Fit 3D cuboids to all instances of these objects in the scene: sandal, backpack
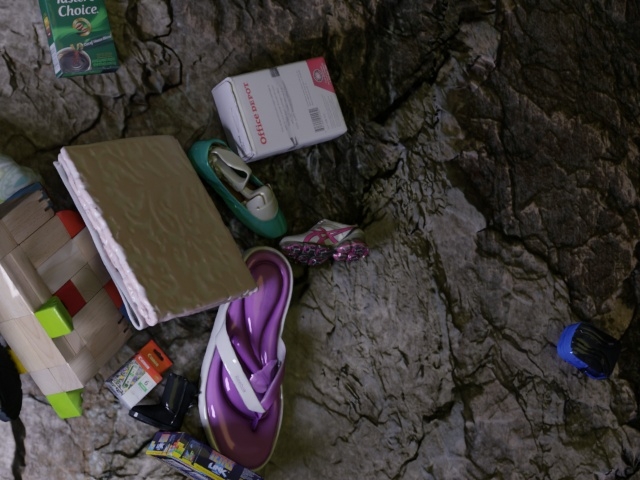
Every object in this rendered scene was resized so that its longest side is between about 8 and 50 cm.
[{"bbox_3d":[-0.125,0.209,1.902,0.169,0.102,0.416,9,77,-26],"label":"sandal"},{"bbox_3d":[0.570,0.238,2.268,0.120,0.101,0.098,32,66,-15],"label":"backpack"}]

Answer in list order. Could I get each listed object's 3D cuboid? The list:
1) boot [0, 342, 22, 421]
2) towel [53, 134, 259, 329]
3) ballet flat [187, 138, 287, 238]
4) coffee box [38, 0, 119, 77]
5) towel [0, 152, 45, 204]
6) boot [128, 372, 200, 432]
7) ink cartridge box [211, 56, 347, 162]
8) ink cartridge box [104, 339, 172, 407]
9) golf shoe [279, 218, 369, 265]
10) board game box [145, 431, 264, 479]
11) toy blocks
[{"bbox_3d":[-0.600,0.197,1.613,0.094,0.207,0.246,-85,157,-51],"label":"boot"},{"bbox_3d":[-0.273,-0.024,1.787,0.317,0.053,0.332,-17,77,-59],"label":"towel"},{"bbox_3d":[-0.143,-0.096,1.954,0.247,0.087,0.083,44,58,-16],"label":"ballet flat"},{"bbox_3d":[-0.436,-0.387,1.876,0.113,0.040,0.184,-11,86,-29],"label":"coffee box"},{"bbox_3d":[-0.671,-0.051,1.666,0.374,0.090,0.321,30,69,-21],"label":"towel"},{"bbox_3d":[-0.271,0.280,1.834,0.121,0.045,0.099,32,72,-40],"label":"boot"},{"bbox_3d":[-0.079,-0.249,2.013,0.217,0.092,0.159,-18,90,-31],"label":"ink cartridge box"},{"bbox_3d":[-0.314,0.233,1.839,0.115,0.029,0.063,-44,103,-26],"label":"ink cartridge box"},{"bbox_3d":[0.000,0.000,2.035,0.186,0.067,0.086,-1,55,-28],"label":"golf shoe"},{"bbox_3d":[-0.200,0.388,1.808,0.170,0.141,0.048,34,69,-19],"label":"board game box"},{"bbox_3d":[-0.418,0.054,1.703,0.381,0.190,0.261,61,37,-19],"label":"toy blocks"}]
